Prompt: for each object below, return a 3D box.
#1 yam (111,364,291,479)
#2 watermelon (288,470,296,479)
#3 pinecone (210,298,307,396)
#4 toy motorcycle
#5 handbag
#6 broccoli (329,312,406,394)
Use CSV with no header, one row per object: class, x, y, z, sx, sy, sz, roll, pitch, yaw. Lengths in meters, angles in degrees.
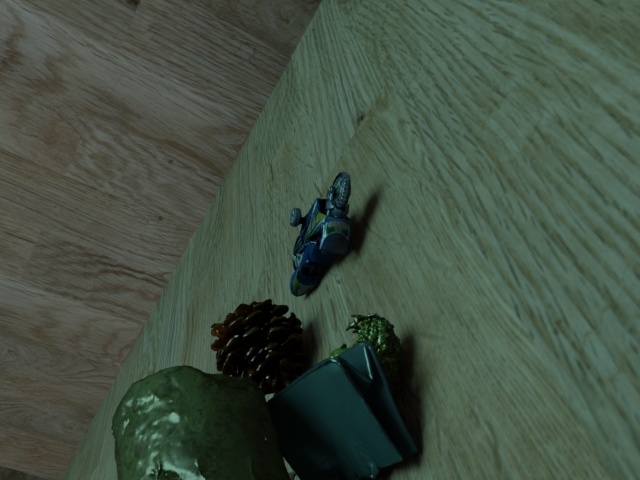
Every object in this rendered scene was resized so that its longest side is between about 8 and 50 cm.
yam,-0.124,0.283,0.760,0.195,0.195,0.300,-58,36,22
watermelon,-0.131,0.427,0.912,0.310,0.193,0.232,76,-166,-69
pinecone,-0.094,0.180,1.124,0.173,0.173,0.173,-52,23,34
toy motorcycle,0.000,0.000,1.177,0.254,0.092,0.135,122,152,-48
handbag,0.014,0.224,0.824,0.221,0.057,0.144,-43,72,48
broccoli,0.059,0.149,0.843,0.092,0.097,0.095,-8,27,24
